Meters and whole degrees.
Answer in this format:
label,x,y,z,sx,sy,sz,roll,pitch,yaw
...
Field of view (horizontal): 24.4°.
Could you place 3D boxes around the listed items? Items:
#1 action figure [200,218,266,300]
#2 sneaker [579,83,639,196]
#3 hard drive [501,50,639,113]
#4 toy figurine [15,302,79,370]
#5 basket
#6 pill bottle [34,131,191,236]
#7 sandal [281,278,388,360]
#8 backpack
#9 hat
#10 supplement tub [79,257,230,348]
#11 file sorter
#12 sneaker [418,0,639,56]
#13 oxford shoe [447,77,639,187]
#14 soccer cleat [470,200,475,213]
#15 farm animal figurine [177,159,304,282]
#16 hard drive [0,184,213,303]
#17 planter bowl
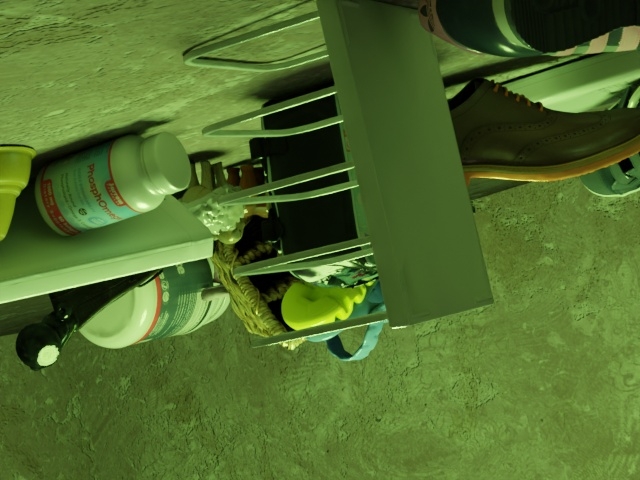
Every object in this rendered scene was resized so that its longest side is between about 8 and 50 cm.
label,x,y,z,sx,sy,sz,roll,pitch,yaw
action figure,-0.010,0.045,2.493,0.248,0.275,0.370,2,155,24
sneaker,0.434,-0.147,1.970,0.127,0.126,0.321,-16,167,-40
hard drive,0.329,-0.201,2.028,0.353,0.047,0.233,-17,175,22
toy figurine,-0.437,0.078,1.953,0.210,0.213,0.148,-11,-172,6
basket,0.000,0.000,2.222,0.299,0.213,0.223,-27,-170,-14
pill bottle,-0.225,-0.065,1.618,0.160,0.087,0.087,-17,175,26
sandal,0.085,0.054,2.090,0.317,0.138,0.126,-38,-142,-18
backpack,0.050,-0.062,1.673,0.191,0.225,0.253,-13,172,15
hat,-0.326,0.026,2.188,0.331,0.134,0.331,-29,-172,4
supplement tub,-0.299,0.081,2.620,0.191,0.191,0.272,-17,175,32
file sorter,0.014,-0.053,1.315,0.173,0.277,0.193,-15,176,28
sneaker,0.218,-0.212,1.255,0.319,0.112,0.131,-7,-171,-43
oxford shoe,0.240,-0.139,1.827,0.364,0.132,0.130,-9,-172,-6
soccer cleat,0.145,-0.030,1.842,0.072,0.060,0.179,-7,-169,-9
farm animal figurine,0.009,-0.032,1.971,0.330,0.172,0.327,-6,178,20
hard drive,-0.306,-0.008,1.701,0.308,0.040,0.203,-12,-148,-31
planter bowl,-0.392,-0.026,1.538,0.217,0.090,0.217,-15,177,-1
